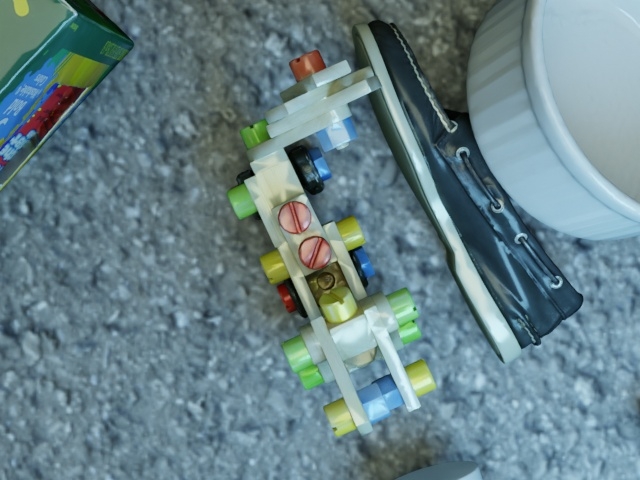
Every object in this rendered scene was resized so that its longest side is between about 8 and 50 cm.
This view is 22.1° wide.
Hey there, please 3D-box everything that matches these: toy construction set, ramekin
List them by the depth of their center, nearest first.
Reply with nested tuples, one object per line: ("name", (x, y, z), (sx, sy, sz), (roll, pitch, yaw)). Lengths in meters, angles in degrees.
("ramekin", (0.261, -0.132, 1.430), (0.277, 0.135, 0.277), (8, 73, -28))
("toy construction set", (0.000, 0.000, 1.444), (0.151, 0.215, 0.328), (-10, 94, -1))

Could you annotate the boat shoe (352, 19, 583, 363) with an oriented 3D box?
("boat shoe", (0.140, -0.059, 1.488), (0.113, 0.127, 0.340), (-26, 95, -1))

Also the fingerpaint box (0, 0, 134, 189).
("fingerpaint box", (-0.344, -0.083, 1.321), (0.163, 0.445, 0.371), (43, 91, -4))

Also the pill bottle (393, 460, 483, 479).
("pill bottle", (0.136, 0.342, 1.502), (0.146, 0.146, 0.264), (-16, 93, 0))
